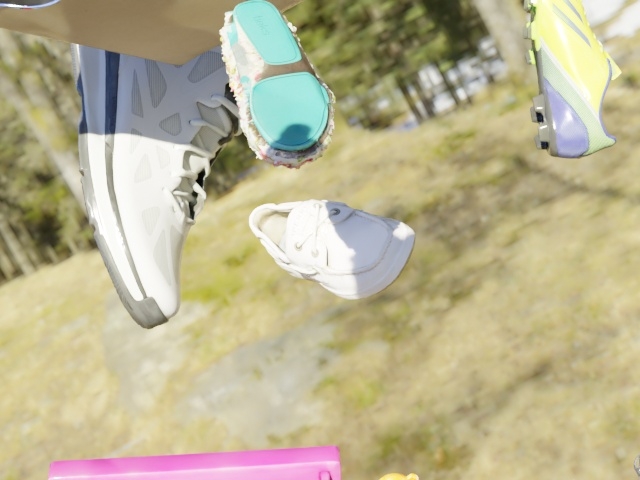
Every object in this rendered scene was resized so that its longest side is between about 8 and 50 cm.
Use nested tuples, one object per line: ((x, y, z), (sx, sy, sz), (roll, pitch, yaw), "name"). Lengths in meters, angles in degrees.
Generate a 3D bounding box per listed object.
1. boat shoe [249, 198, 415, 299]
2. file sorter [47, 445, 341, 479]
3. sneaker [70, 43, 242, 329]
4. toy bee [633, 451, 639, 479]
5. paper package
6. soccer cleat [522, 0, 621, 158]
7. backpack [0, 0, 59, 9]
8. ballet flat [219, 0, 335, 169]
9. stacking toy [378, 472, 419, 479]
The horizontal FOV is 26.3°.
((0.000, 0.000, 1.554), (0.277, 0.096, 0.098), (3, 63, 59), "boat shoe")
((-0.079, 0.317, 0.953), (0.202, 0.291, 0.182), (-3, 32, -2), "file sorter")
((-0.156, -0.124, 1.680), (0.257, 0.448, 0.169), (-11, -21, 2), "sneaker")
((0.436, 0.371, 1.627), (0.195, 0.298, 0.162), (12, -31, -36), "toy bee")
((-0.157, -0.331, 1.438), (0.324, 0.168, 0.309), (-20, -18, 39), "paper package")
((0.337, -0.250, 1.830), (0.121, 0.289, 0.093), (-4, -9, 3), "soccer cleat")
((-0.295, -0.291, 1.256), (0.173, 0.158, 0.117), (5, 17, 0), "backpack")
((-0.039, -0.127, 1.244), (0.091, 0.077, 0.241), (-4, 43, -10), "ballet flat")
((0.187, 0.364, 1.667), (0.175, 0.301, 0.166), (-52, 21, 9), "stacking toy")
